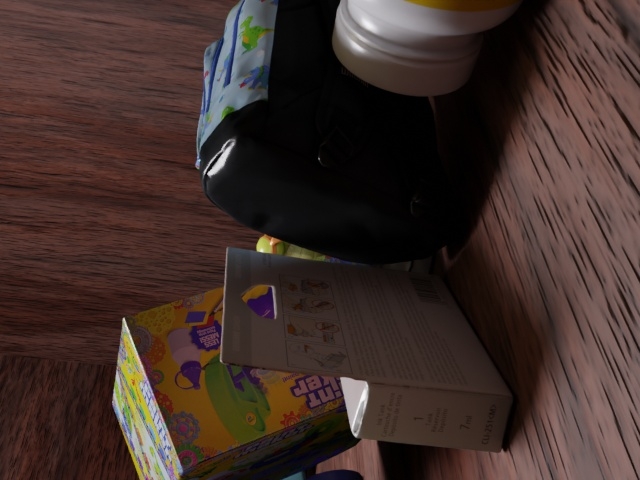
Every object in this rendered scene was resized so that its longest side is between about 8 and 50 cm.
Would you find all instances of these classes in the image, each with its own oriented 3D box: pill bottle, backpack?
[{"bbox_3d":[0.108,-0.300,0.728,0.188,0.188,0.334,-91,11,-47],"label":"pill bottle"},{"bbox_3d":[-0.005,-0.161,0.959,0.273,0.290,0.356,-28,50,48],"label":"backpack"}]

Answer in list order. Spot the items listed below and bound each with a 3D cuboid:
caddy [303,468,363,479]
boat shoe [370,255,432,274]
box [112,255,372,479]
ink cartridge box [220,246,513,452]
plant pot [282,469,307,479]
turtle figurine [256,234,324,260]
[{"bbox_3d":[-0.047,0.401,1.022,0.341,0.241,0.179,109,152,-61],"label":"caddy"},{"bbox_3d":[0.070,0.054,1.093,0.258,0.084,0.095,108,166,-55],"label":"boat shoe"},{"bbox_3d":[-0.075,0.179,1.021,0.177,0.290,0.279,63,154,21],"label":"box"},{"bbox_3d":[0.025,0.091,0.803,0.275,0.239,0.060,-104,22,-71],"label":"ink cartridge box"},{"bbox_3d":[-0.125,0.357,1.713,0.165,0.165,0.234,-96,-3,-80],"label":"plant pot"},{"bbox_3d":[0.000,0.000,1.154,0.087,0.217,0.270,17,102,56],"label":"turtle figurine"}]
